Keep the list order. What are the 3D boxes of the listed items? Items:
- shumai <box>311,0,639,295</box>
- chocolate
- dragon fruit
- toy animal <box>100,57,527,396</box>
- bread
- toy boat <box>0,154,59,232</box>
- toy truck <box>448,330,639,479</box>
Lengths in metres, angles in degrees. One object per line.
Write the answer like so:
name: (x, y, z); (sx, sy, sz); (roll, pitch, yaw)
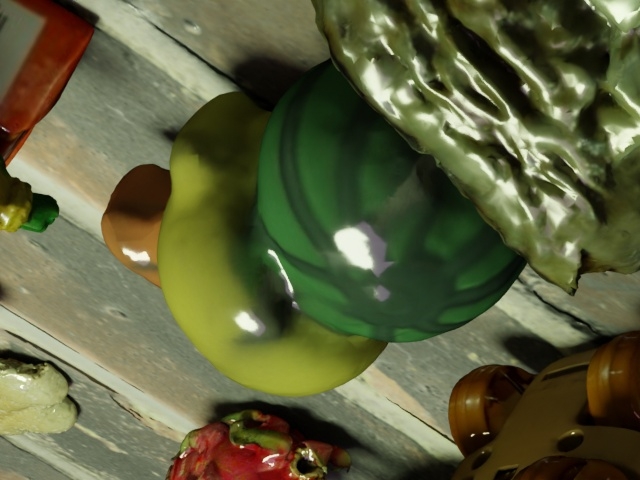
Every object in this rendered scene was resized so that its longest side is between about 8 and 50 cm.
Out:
shumai: (0.134, -0.121, 0.886); (0.256, 0.189, 0.218); (43, 128, -6)
chocolate: (-0.308, -0.122, 1.191); (0.237, 0.108, 0.235); (29, 150, -15)
dragon fruit: (-0.060, 0.241, 1.572); (0.172, 0.160, 0.166); (-41, 70, 49)
toy animal: (0.000, 0.002, 1.108); (0.216, 0.191, 0.338); (37, 146, -23)
bread: (-0.366, 0.143, 1.718); (0.250, 0.039, 0.182); (17, 149, 6)
toy boat: (-0.278, -0.058, 1.103); (0.229, 0.089, 0.088); (28, -174, -9)
toy truck: (0.196, 0.195, 1.238); (0.204, 0.288, 0.211); (-20, 118, 47)
